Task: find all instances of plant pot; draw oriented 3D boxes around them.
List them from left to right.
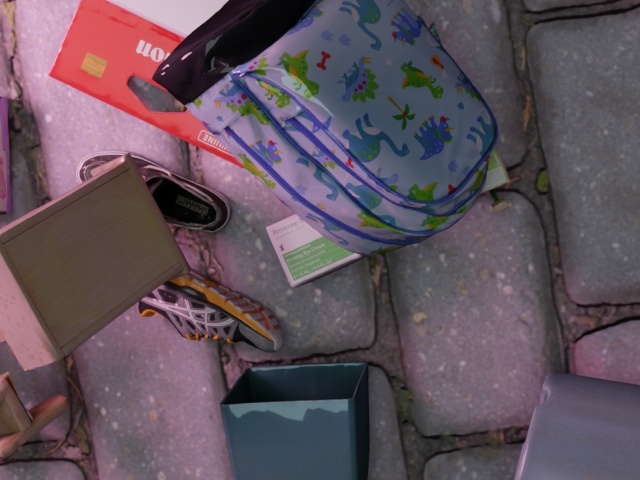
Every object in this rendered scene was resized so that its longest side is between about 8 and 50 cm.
[{"bbox_3d":[-0.020,0.292,1.538,0.165,0.166,0.234,-3,100,9],"label":"plant pot"},{"bbox_3d":[0.400,0.314,1.400,0.334,0.341,0.341,12,95,17],"label":"plant pot"}]

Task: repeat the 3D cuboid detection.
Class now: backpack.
[{"bbox_3d":[0.035,-0.148,1.413,0.273,0.290,0.356,-12,117,47],"label":"backpack"}]

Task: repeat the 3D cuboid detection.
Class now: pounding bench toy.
[{"bbox_3d":[0.212,-0.075,1.525,0.052,0.065,0.083,-22,89,9],"label":"pounding bench toy"}]

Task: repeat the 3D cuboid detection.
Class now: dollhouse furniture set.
[{"bbox_3d":[-0.407,0.061,1.534,0.394,0.256,0.362,-18,103,38],"label":"dollhouse furniture set"}]

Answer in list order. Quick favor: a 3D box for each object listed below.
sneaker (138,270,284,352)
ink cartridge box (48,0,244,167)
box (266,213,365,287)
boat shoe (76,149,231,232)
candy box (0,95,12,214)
[{"bbox_3d":[-0.146,0.099,1.587,0.214,0.084,0.083,26,96,18],"label":"sneaker"},{"bbox_3d":[-0.176,-0.269,1.555,0.296,0.066,0.261,25,96,-3],"label":"ink cartridge box"},{"bbox_3d":[0.000,0.000,1.544,0.101,0.102,0.087,-25,87,11],"label":"box"},{"bbox_3d":[-0.225,-0.068,1.593,0.219,0.070,0.078,17,95,8],"label":"boat shoe"},{"bbox_3d":[-0.525,-0.113,1.639,0.196,0.070,0.165,0,92,10],"label":"candy box"}]
